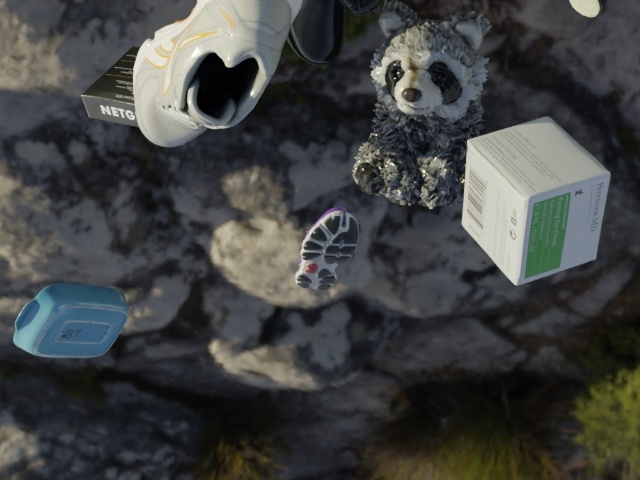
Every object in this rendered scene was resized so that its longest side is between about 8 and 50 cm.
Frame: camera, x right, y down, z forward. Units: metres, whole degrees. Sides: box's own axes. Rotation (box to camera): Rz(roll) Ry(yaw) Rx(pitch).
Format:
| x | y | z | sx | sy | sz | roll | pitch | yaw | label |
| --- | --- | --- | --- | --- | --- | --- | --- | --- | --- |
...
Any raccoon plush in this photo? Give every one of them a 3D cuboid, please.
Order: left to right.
| x | y | z | sx | sy | sz | roll | pitch | yaw | label |
| --- | --- | --- | --- | --- | --- | --- | --- | --- | --- |
| 0.158 | -0.242 | 1.785 | 0.216 | 0.446 | 0.299 | 1 | 109 | -3 | raccoon plush |

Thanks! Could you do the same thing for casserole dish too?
| x | y | z | sx | sy | sz | roll | pitch | yaw | label |
| --- | --- | --- | --- | --- | --- | --- | --- | --- | --- |
| -0.334 | 0.116 | 1.547 | 0.037 | 0.114 | 0.188 | 41 | -165 | 31 | casserole dish |

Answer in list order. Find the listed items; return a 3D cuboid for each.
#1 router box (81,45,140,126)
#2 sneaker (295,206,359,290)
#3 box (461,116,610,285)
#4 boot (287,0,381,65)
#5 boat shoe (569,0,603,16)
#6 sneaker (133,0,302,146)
| x | y | z | sx | sy | sz | roll | pitch | yaw | label |
| --- | --- | --- | --- | --- | --- | --- | --- | --- | --- |
| -0.235 | -0.218 | 1.626 | 0.178 | 0.133 | 0.046 | 13 | 137 | 28 | router box |
| 0.000 | 0.000 | 1.433 | 0.068 | 0.071 | 0.170 | 5 | 151 | -15 | sneaker |
| 0.187 | -0.036 | 0.996 | 0.087 | 0.102 | 0.101 | -18 | 132 | -18 | box |
| 0.016 | -0.332 | 1.530 | 0.094 | 0.207 | 0.247 | -14 | 119 | -16 | boot |
| 0.452 | -0.444 | 1.978 | 0.043 | 0.137 | 0.049 | -9 | 143 | -43 | boat shoe |
| -0.109 | -0.138 | 1.004 | 0.099 | 0.121 | 0.262 | 20 | 148 | -20 | sneaker |
